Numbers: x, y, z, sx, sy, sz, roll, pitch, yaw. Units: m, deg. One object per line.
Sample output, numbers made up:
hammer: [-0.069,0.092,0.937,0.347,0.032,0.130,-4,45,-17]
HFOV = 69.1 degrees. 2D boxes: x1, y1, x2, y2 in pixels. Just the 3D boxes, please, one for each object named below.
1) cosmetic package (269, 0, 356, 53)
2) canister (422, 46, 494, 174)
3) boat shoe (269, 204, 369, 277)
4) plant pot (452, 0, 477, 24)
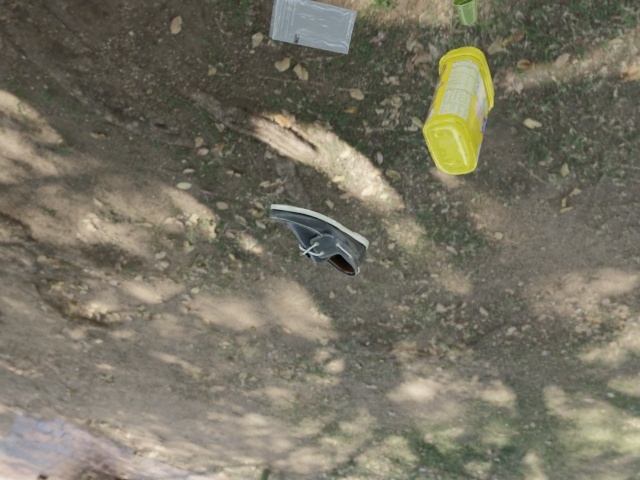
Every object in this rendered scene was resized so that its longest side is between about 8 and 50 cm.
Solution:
cosmetic package: [-0.025,-0.645,1.385,0.238,0.107,0.127,4,117,-15]
canister: [0.225,-0.207,0.751,0.073,0.170,0.126,0,144,34]
boat shoe: [0.000,0.000,0.829,0.084,0.079,0.233,8,165,47]
plant pot: [0.492,-0.772,1.559,0.083,0.083,0.079,-7,136,24]
